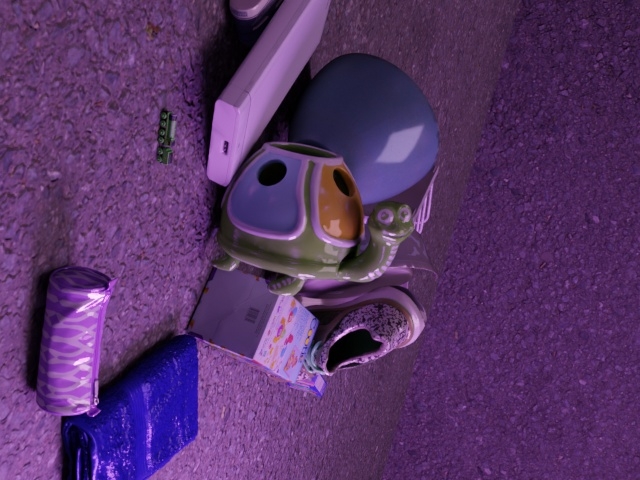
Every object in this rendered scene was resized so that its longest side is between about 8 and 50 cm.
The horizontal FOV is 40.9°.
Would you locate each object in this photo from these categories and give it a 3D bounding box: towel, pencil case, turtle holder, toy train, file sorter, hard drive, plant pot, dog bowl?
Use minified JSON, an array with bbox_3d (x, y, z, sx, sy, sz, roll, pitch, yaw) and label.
[{"bbox_3d":[-0.295,0.311,1.403,0.308,0.076,0.227,-41,145,-56],"label":"towel"},{"bbox_3d":[-0.326,0.137,1.143,0.086,0.088,0.206,-35,138,-63],"label":"pencil case"},{"bbox_3d":[-0.028,-0.037,1.458,0.243,0.320,0.227,1,106,-34],"label":"turtle holder"},{"bbox_3d":[-0.224,-0.150,1.259,0.017,0.024,0.083,-33,138,-61],"label":"toy train"},{"bbox_3d":[0.151,-0.064,2.047,0.277,0.193,0.173,-58,156,-54],"label":"file sorter"},{"bbox_3d":[-0.078,-0.283,1.415,0.353,0.047,0.233,-62,177,-28],"label":"hard drive"},{"bbox_3d":[0.051,-0.178,1.619,0.195,0.290,0.290,-45,148,-38],"label":"plant pot"},{"bbox_3d":[0.066,0.057,1.806,0.349,0.349,0.102,42,39,-69],"label":"dog bowl"}]

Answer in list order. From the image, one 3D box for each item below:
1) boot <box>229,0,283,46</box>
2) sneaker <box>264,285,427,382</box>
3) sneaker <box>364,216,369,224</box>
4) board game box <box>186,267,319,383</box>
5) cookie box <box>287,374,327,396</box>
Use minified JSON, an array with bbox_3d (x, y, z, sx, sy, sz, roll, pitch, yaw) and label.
[{"bbox_3d":[-0.082,-0.401,1.377,0.190,0.069,0.086,-54,162,-24],"label":"boot"},{"bbox_3d":[0.014,0.218,1.786,0.158,0.410,0.182,60,33,-6],"label":"sneaker"},{"bbox_3d":[0.155,-0.099,2.258,0.080,0.081,0.211,-18,123,-65],"label":"sneaker"},{"bbox_3d":[-0.121,0.165,1.645,0.144,0.142,0.275,-68,160,-12],"label":"board game box"},{"bbox_3d":[-0.041,0.339,2.101,0.107,0.092,0.040,66,42,-62],"label":"cookie box"}]
